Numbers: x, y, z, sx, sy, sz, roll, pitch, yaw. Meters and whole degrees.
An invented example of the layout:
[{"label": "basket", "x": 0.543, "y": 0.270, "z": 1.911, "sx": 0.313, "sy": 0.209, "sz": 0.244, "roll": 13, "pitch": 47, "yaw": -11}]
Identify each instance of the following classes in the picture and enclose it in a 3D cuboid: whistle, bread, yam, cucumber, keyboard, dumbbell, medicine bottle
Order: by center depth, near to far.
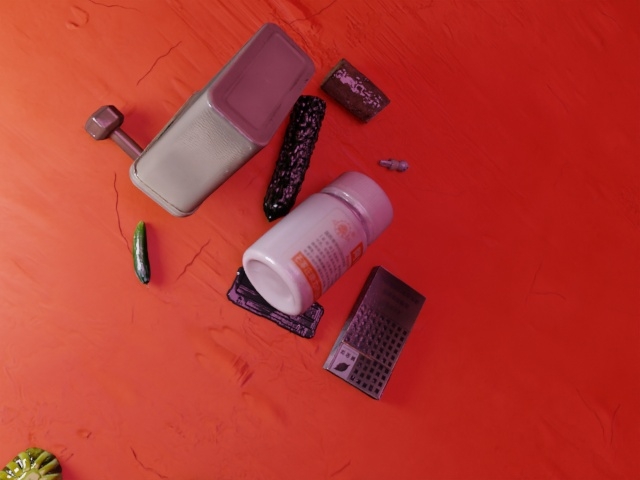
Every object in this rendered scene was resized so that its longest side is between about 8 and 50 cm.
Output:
[{"label": "bread", "x": -0.607, "y": 0.510, "z": 1.271, "sx": 0.130, "sy": 0.071, "sz": 0.139, "roll": 40, "pitch": 68, "yaw": -10}, {"label": "cucumber", "x": -0.425, "y": 0.035, "z": 1.440, "sx": 0.039, "sy": 0.039, "sz": 0.167, "roll": -2, "pitch": 81, "yaw": -25}, {"label": "dumbbell", "x": -0.445, "y": -0.215, "z": 1.441, "sx": 0.231, "sy": 0.092, "sz": 0.082, "roll": 45, "pitch": 39, "yaw": -12}, {"label": "medicine bottle", "x": 0.000, "y": 0.000, "z": 1.543, "sx": 0.371, "sy": 0.211, "sz": 0.211, "roll": -42, "pitch": 101, "yaw": -28}, {"label": "keyboard", "x": -0.114, "y": 0.164, "z": 1.578, "sx": 0.262, "sy": 0.016, "sz": 0.106, "roll": 29, "pitch": 71, "yaw": -18}, {"label": "cucumber", "x": -0.071, "y": -0.212, "z": 1.609, "sx": 0.096, "sy": 0.096, "sz": 0.359, "roll": 22, "pitch": 73, "yaw": -21}, {"label": "yam", "x": 0.103, "y": -0.413, "z": 1.714, "sx": 0.194, "sy": 0.107, "sz": 0.107, "roll": 36, "pitch": 70, "yaw": -18}, {"label": "whistle", "x": 0.216, "y": -0.221, "z": 1.777, "sx": 0.100, "sy": 0.035, "sz": 0.035, "roll": 7, "pitch": 80, "yaw": -22}]

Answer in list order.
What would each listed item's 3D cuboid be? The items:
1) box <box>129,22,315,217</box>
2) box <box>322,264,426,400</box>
[{"label": "box", "x": -0.212, "y": -0.267, "z": 1.360, "sx": 0.177, "sy": 0.344, "sz": 0.351, "roll": 42, "pitch": 47, "yaw": -18}, {"label": "box", "x": 0.154, "y": 0.251, "z": 1.675, "sx": 0.180, "sy": 0.047, "sz": 0.324, "roll": 35, "pitch": 69, "yaw": -16}]
